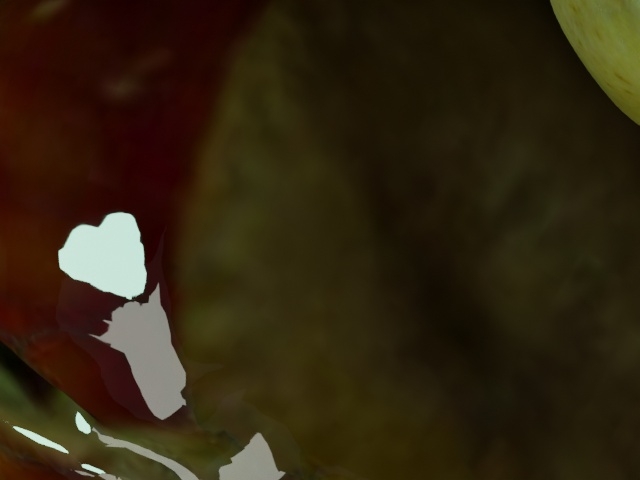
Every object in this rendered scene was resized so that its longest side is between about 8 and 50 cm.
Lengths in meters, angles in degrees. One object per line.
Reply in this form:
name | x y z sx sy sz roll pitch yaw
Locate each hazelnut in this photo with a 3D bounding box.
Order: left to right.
hazelnut | -0.003 0.028 0.811 0.409 0.359 0.359 38 145 -11

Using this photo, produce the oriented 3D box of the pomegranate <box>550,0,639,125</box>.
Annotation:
pomegranate | 0.173 -0.117 0.641 0.191 0.191 0.191 21 144 16
